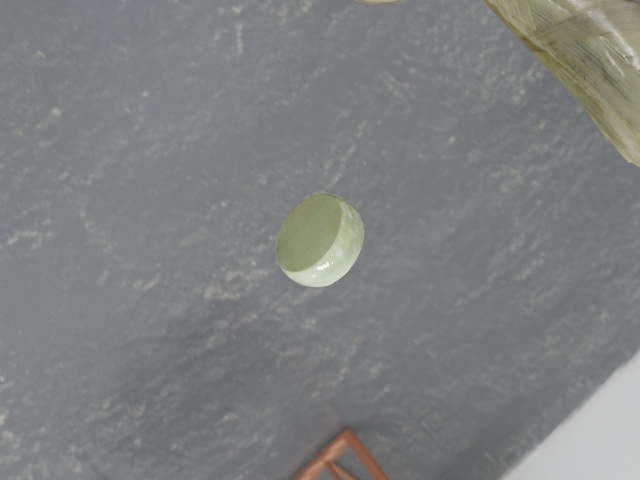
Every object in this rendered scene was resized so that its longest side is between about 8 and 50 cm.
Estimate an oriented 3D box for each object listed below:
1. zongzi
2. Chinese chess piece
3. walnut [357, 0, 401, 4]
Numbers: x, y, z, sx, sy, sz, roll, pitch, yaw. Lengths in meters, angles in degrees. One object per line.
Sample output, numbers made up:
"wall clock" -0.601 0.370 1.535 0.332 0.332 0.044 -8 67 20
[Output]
"zongzi" 0.175 -0.132 0.811 0.197 0.194 0.099 6 139 -22
"Chinese chess piece" 0.000 0.000 1.062 0.034 0.084 0.084 32 99 -38
"walnut" 0.103 -0.418 1.528 0.283 0.283 0.227 -46 114 1
